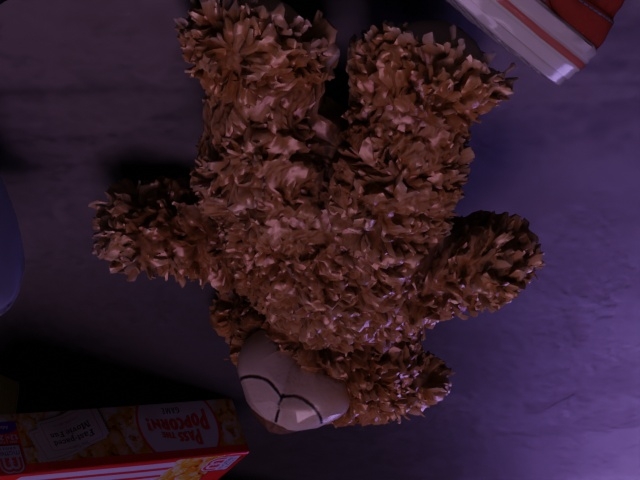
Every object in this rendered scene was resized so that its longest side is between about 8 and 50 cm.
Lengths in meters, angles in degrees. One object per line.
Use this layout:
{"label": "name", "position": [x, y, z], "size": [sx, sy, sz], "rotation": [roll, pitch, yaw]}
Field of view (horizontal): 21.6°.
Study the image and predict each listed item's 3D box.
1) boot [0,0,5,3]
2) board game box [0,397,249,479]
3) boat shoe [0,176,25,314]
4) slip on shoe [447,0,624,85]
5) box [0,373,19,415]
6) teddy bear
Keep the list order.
{"label": "boot", "position": [-0.185, -0.179, 0.718], "size": [0.207, 0.094, 0.246], "rotation": [-19, 143, 29]}
{"label": "board game box", "position": [-0.167, 0.162, 1.123], "size": [0.193, 0.045, 0.147], "rotation": [0, 148, -38]}
{"label": "boat shoe", "position": [-0.285, -0.056, 0.866], "size": [0.105, 0.113, 0.306], "rotation": [-20, 134, 33]}
{"label": "slip on shoe", "position": [0.021, -0.195, 0.699], "size": [0.331, 0.123, 0.101], "rotation": [36, 98, -29]}
{"label": "box", "position": [-0.313, 0.082, 1.077], "size": [0.232, 0.058, 0.087], "rotation": [32, 132, -31]}
{"label": "teddy bear", "position": [0.000, 0.000, 0.924], "size": [0.245, 0.113, 0.338], "rotation": [16, 139, -13]}
